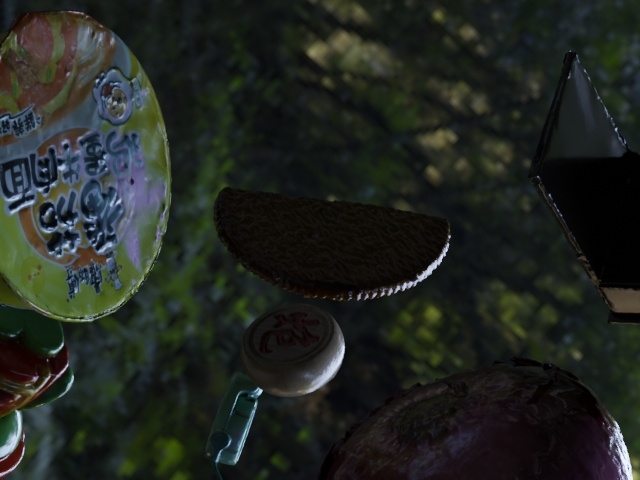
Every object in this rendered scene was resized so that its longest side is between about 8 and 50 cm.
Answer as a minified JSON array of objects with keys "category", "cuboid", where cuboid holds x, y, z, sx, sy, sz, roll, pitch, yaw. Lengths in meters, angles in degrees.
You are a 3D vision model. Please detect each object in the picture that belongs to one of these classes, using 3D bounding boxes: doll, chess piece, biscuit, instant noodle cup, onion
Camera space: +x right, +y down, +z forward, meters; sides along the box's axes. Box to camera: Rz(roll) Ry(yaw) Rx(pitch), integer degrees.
[{"category":"doll","cuboid":[-0.407,0.203,2.047,0.363,0.183,0.160,-44,-138,31]},{"category":"chess piece","cuboid":[-0.022,0.088,1.543,0.084,0.038,0.083,-8,-144,6]},{"category":"biscuit","cuboid":[0.006,0.008,1.645,0.126,0.206,0.025,-81,179,-50]},{"category":"instant noodle cup","cuboid":[-0.280,-0.054,1.640,0.200,0.264,0.264,-5,-135,33]},{"category":"onion","cuboid":[0.162,0.298,2.078,0.358,0.345,0.358,-5,-144,4]}]

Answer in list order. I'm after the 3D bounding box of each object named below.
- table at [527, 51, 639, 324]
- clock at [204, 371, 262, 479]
[{"category":"table","cuboid":[0.411,-0.058,2.167,0.251,0.282,0.196,1,-124,33]},{"category":"clock","cuboid":[-0.107,0.226,2.302,0.101,0.041,0.135,101,8,-82]}]
